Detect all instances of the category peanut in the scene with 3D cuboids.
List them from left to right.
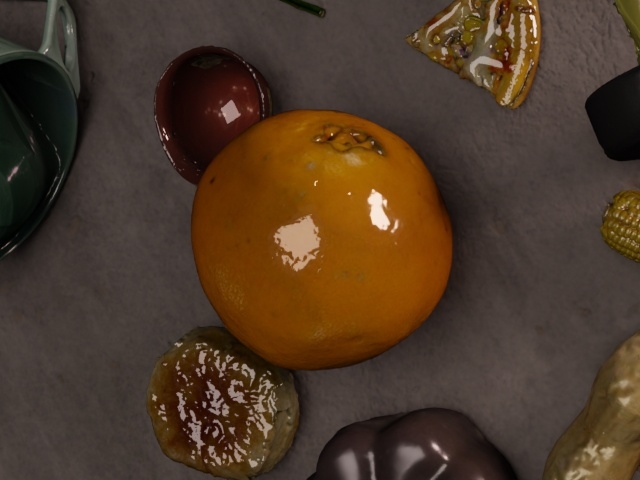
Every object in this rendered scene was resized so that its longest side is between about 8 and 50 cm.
[{"bbox_3d":[0.336,0.209,1.880,0.101,0.117,0.263,43,108,39],"label":"peanut"}]

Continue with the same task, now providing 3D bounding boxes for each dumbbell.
[{"bbox_3d":[0.356,-0.269,1.829,0.203,0.203,0.323,-22,81,20],"label":"dumbbell"}]

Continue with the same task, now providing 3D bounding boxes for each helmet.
[{"bbox_3d":[-0.118,-0.154,2.072,0.155,0.106,0.175,-4,92,24],"label":"helmet"}]

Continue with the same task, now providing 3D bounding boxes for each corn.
[{"bbox_3d":[0.424,0.016,1.864,0.231,0.080,0.080,28,99,19],"label":"corn"}]

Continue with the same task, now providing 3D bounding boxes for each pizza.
[{"bbox_3d":[0.183,-0.258,1.990,0.176,0.036,0.185,11,93,22],"label":"pizza"}]

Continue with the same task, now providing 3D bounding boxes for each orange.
[{"bbox_3d":[0.000,0.000,1.920,0.312,0.312,0.312,0,89,22],"label":"orange"}]

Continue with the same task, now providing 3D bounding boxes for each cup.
[{"bbox_3d":[-0.518,-0.183,2.171,0.392,0.401,0.310,29,133,25],"label":"cup"}]

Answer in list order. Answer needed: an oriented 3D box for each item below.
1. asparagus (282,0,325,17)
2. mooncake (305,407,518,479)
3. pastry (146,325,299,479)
[{"bbox_3d":[-0.064,-0.320,2.103,0.162,0.016,0.016,30,126,20],"label":"asparagus"},{"bbox_3d":[0.108,0.349,1.949,0.306,0.154,0.306,0,89,19],"label":"mooncake"},{"bbox_3d":[-0.121,0.204,2.072,0.192,0.093,0.182,18,99,20],"label":"pastry"}]
